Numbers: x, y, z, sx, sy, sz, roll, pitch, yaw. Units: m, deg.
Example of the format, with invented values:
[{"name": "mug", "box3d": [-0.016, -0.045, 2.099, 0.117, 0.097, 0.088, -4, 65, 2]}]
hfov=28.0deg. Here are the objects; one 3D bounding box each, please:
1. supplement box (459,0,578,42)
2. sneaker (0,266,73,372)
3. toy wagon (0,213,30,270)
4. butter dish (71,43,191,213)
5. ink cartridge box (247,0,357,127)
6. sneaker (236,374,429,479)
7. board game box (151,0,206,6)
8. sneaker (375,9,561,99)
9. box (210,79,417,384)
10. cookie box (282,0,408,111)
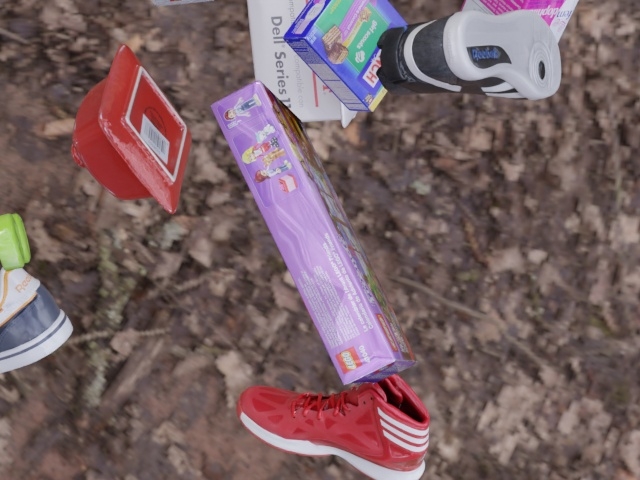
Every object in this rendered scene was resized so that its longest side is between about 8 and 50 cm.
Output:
[{"name": "supplement box", "box3d": [0.292, -0.361, 1.816, 0.111, 0.114, 0.220, -11, 139, -35]}, {"name": "sneaker", "box3d": [-0.465, 0.117, 1.554, 0.321, 0.126, 0.127, -23, 112, 12]}, {"name": "toy wagon", "box3d": [-0.443, 0.022, 1.346, 0.267, 0.344, 0.068, -13, 94, -9]}, {"name": "butter dish", "box3d": [-0.237, -0.117, 1.502, 0.160, 0.118, 0.160, 55, 26, -37]}, {"name": "ink cartridge box", "box3d": [-0.008, -0.265, 1.555, 0.119, 0.353, 0.207, -2, 108, 10]}, {"name": "sneaker", "box3d": [0.019, 0.176, 1.406, 0.221, 0.087, 0.128, 16, 126, 7]}, {"name": "board game box", "box3d": [-0.162, -0.344, 1.158, 0.305, 0.193, 0.053, 52, 56, -37]}, {"name": "sneaker", "box3d": [0.127, -0.169, 1.177, 0.217, 0.121, 0.079, 1, 87, -56]}, {"name": "box", "box3d": [0.000, 0.000, 1.265, 0.057, 0.201, 0.293, -27, 81, 7]}, {"name": "cookie box", "box3d": [0.032, -0.189, 1.214, 0.107, 0.040, 0.092, 43, 74, -33]}]
